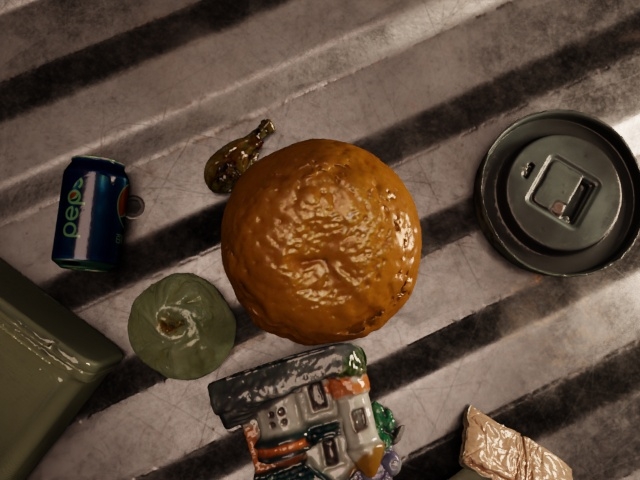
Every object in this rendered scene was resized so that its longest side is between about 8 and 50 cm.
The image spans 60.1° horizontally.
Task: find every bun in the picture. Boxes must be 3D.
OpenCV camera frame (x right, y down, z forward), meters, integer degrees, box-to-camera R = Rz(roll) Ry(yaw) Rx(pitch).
[{"bbox_3d":[-0.249,0.156,0.991,0.195,0.118,0.196,1,84,-5],"label":"bun"}]

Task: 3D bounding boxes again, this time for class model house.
[{"bbox_3d":[-0.020,0.346,0.920,0.271,0.190,0.301,-15,76,-3],"label":"model house"}]

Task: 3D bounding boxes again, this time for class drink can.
[{"bbox_3d":[-0.417,-0.047,1.009,0.118,0.118,0.205,4,84,-1],"label":"drink can"}]

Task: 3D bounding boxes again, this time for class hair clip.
[{"bbox_3d":[0.086,0.394,1.010,0.124,0.052,0.196,17,77,11],"label":"hair clip"}]

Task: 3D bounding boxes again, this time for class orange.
[{"bbox_3d":[0.000,0.000,0.933,0.340,0.293,0.341,0,100,-1],"label":"orange"}]

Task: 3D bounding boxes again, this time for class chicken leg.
[{"bbox_3d":[-0.148,-0.160,1.064,0.093,0.070,0.178,39,73,-3],"label":"chicken leg"}]

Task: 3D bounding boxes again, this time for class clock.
[{"bbox_3d":[0.459,-0.089,1.069,0.324,0.067,0.325,0,82,-2],"label":"clock"}]

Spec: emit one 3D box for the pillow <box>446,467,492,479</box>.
[{"bbox_3d":[0.318,0.507,0.985,0.144,0.078,0.254,-29,83,-24],"label":"pillow"}]

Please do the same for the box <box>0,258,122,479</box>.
[{"bbox_3d":[-0.595,0.240,0.940,0.351,0.177,0.344,36,84,2],"label":"box"}]

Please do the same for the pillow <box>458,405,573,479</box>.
[{"bbox_3d":[0.354,0.401,0.992,0.232,0.043,0.126,31,39,2],"label":"pillow"}]
